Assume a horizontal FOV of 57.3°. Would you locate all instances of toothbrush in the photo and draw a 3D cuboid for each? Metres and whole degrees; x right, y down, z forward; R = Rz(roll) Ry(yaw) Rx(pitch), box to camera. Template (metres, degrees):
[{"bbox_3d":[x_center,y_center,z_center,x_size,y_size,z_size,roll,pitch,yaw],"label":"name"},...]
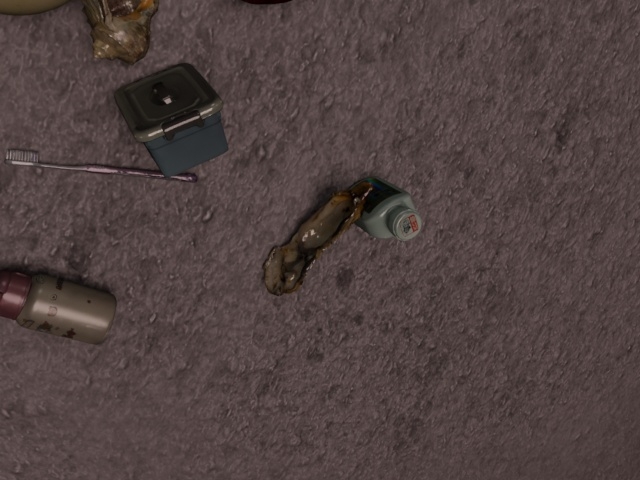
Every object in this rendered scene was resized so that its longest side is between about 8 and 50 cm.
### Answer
[{"bbox_3d":[-0.418,-0.144,1.145,0.354,0.024,0.029,4,99,-24],"label":"toothbrush"}]

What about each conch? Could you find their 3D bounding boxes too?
[{"bbox_3d":[-0.337,-0.403,1.015,0.130,0.155,0.207,32,76,-8],"label":"conch"}]

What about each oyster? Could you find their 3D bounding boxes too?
[{"bbox_3d":[-0.001,-0.001,1.290,0.079,0.128,0.345,32,111,-35],"label":"oyster"}]

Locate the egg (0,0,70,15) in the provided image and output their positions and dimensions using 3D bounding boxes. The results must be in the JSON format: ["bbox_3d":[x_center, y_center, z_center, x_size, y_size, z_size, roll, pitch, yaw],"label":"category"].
[{"bbox_3d":[-0.473,-0.450,0.911,0.242,0.186,0.186,-19,116,-27],"label":"egg"}]

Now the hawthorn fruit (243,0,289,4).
[{"bbox_3d":[-0.086,-0.565,1.028,0.230,0.210,0.266,-22,105,-11],"label":"hawthorn fruit"}]

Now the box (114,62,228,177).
[{"bbox_3d":[-0.268,-0.226,1.070,0.162,0.227,0.130,-27,132,-12],"label":"box"}]

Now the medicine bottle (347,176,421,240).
[{"bbox_3d":[0.139,-0.067,1.294,0.121,0.229,0.083,-32,120,-9],"label":"medicine bottle"}]

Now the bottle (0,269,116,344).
[{"bbox_3d":[-0.532,0.126,1.152,0.233,0.110,0.110,21,100,-28],"label":"bottle"}]
